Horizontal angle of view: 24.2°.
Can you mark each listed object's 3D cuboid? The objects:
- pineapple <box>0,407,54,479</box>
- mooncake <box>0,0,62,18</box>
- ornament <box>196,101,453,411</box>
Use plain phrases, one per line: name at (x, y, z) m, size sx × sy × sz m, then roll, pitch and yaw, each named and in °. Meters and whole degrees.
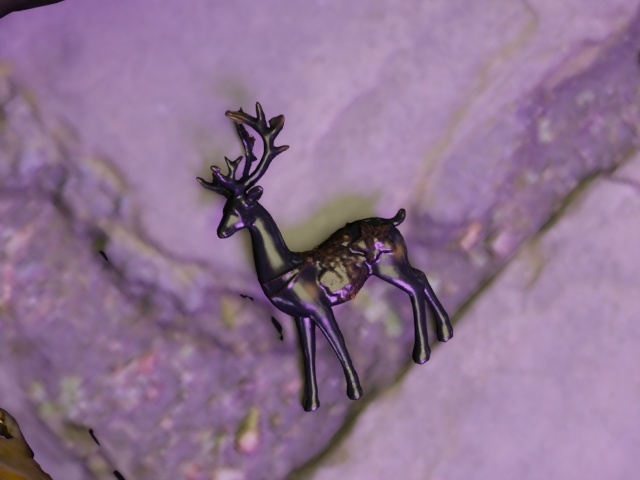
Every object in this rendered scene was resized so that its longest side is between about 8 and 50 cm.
pineapple at (-0.217, 0.176, 0.439) m, size 0.262 × 0.262 × 0.271 m, roll 39°, pitch 102°, yaw -12°
mooncake at (-0.163, -0.233, 0.463) m, size 0.357 × 0.194 × 0.356 m, roll -2°, pitch 98°, yaw -18°
ornament at (0.000, 0.000, 0.592) m, size 0.073 × 0.028 × 0.125 m, roll -29°, pitch 98°, yaw -14°
